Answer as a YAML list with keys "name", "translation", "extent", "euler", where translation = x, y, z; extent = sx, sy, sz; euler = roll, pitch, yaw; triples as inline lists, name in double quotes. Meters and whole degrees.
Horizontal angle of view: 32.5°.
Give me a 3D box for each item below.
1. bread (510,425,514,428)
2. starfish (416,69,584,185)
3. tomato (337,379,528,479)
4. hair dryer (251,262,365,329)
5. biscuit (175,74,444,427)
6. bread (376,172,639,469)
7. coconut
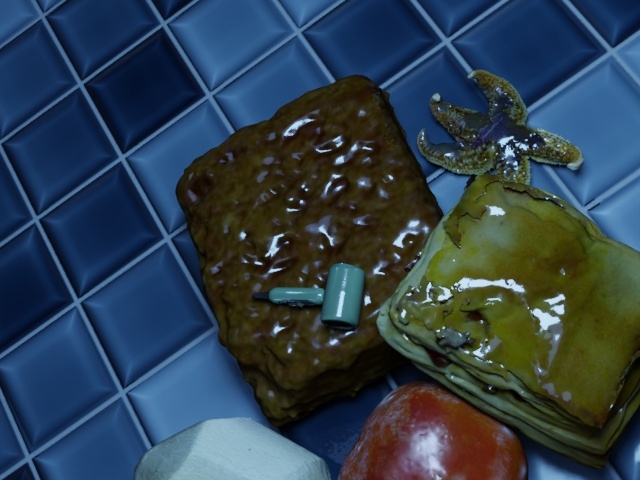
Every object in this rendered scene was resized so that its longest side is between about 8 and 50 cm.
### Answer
- name: "bread"
  translation: [0.217, 0.202, 1.379]
  extent: [0.047, 0.036, 0.083]
  euler: [-34, 65, 1]
- name: "starfish"
  translation: [0.242, -0.125, 1.480]
  extent: [0.238, 0.071, 0.216]
  euler: [8, 79, 32]
- name: "tomato"
  translation: [0.133, 0.283, 1.286]
  extent: [0.232, 0.188, 0.232]
  euler: [-3, 77, 12]
- name: "hair dryer"
  translation: [-0.018, 0.068, 1.330]
  extent: [0.150, 0.047, 0.071]
  euler: [-1, 68, 29]
- name: "biscuit"
  translation: [0.000, 0.000, 1.459]
  extent: [0.342, 0.166, 0.395]
  euler: [-27, 63, 6]
- name: "bread"
  translation: [0.265, 0.076, 1.256]
  extent: [0.324, 0.167, 0.277]
  euler: [37, 64, -2]
- name: "coconut"
  translation: [-0.115, 0.333, 1.335]
  extent: [0.266, 0.237, 0.237]
  euler: [21, 78, 26]
